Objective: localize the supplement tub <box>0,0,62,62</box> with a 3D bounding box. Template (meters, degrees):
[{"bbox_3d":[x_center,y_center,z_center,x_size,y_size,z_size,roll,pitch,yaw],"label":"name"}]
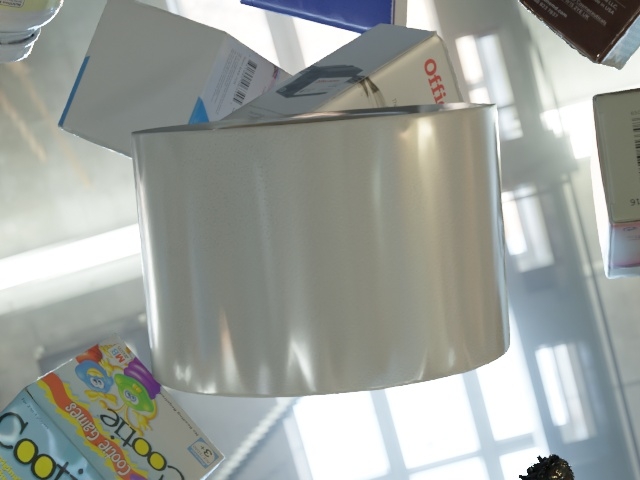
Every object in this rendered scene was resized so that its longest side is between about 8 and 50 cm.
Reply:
[{"bbox_3d":[-0.437,-0.428,2.125,0.235,0.325,0.235,20,-151,-12],"label":"supplement tub"}]

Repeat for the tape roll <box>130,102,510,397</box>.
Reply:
[{"bbox_3d":[0.000,0.000,1.057,0.246,0.169,0.246,-4,-174,0],"label":"tape roll"}]

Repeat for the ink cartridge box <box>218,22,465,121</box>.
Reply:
[{"bbox_3d":[0.029,-0.098,1.930,0.307,0.223,0.129,-34,-150,-24],"label":"ink cartridge box"}]

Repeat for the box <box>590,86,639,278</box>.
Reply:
[{"bbox_3d":[0.363,-0.060,1.706,0.127,0.148,0.232,-7,163,7],"label":"box"}]

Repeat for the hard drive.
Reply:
[{"bbox_3d":[0.000,-0.445,2.464,0.319,0.210,0.040,19,-151,36],"label":"hard drive"}]

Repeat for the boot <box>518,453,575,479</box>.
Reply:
[{"bbox_3d":[0.277,0.331,1.942,0.099,0.121,0.045,-39,-153,-31],"label":"boot"}]

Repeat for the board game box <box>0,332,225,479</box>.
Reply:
[{"bbox_3d":[-0.235,0.227,1.281,0.275,0.144,0.142,-44,176,27],"label":"board game box"}]

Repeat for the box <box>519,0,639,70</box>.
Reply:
[{"bbox_3d":[0.422,-0.398,1.923,0.381,0.143,0.191,-51,167,15],"label":"box"}]

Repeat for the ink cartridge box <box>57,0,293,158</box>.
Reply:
[{"bbox_3d":[-0.183,-0.185,2.164,0.197,0.198,0.270,21,179,24],"label":"ink cartridge box"}]
